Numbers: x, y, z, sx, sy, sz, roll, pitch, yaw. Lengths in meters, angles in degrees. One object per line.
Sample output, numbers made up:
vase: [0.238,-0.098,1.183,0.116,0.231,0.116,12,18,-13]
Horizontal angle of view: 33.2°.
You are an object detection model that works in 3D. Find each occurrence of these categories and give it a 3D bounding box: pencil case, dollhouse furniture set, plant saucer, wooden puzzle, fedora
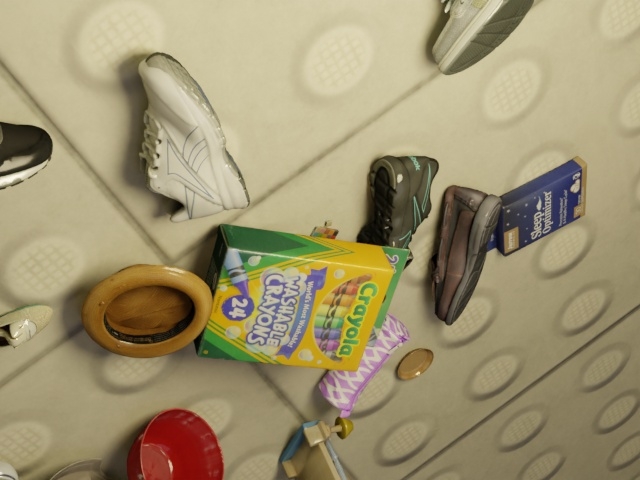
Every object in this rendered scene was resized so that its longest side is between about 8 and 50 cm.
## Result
pencil case: [0.084,0.224,1.982,0.086,0.088,0.206,12,120,-50]
dollhouse furniture set: [0.061,0.522,2.087,0.198,0.286,0.303,-6,142,-32]
plant saucer: [0.186,0.241,2.125,0.083,0.015,0.083,-20,137,-20]
wooden puzzle: [0.000,0.000,1.778,0.049,0.006,0.083,11,120,-41]
fedora: [-0.260,0.090,1.608,0.194,0.079,0.194,-7,129,-9]

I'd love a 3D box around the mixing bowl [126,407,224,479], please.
mixing bowl: [-0.265,0.387,1.843,0.098,0.181,0.181,-24,152,38]

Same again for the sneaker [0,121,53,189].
sneaker: [-0.452,-0.131,1.265,0.283,0.107,0.124,-7,125,-31]

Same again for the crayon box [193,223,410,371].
crayon box: [-0.022,0.097,1.698,0.323,0.083,0.203,7,119,-20]

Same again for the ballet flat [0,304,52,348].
ballet flat: [-0.460,0.141,1.541,0.168,0.052,0.057,-18,135,-22]

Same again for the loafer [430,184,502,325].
loafer: [0.245,0.023,1.932,0.109,0.095,0.302,-45,156,-42]

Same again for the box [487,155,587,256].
box: [0.394,-0.054,1.991,0.225,0.036,0.136,-26,138,-12]

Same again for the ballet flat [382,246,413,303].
ballet flat: [0.108,0.078,1.894,0.057,0.049,0.173,3,125,-37]

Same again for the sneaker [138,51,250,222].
sneaker: [-0.190,-0.124,1.457,0.129,0.111,0.297,-26,137,-6]

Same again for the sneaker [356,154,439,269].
sneaker: [0.133,-0.026,1.780,0.106,0.101,0.267,-16,136,-29]

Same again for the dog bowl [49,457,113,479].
dog bowl: [-0.365,0.542,1.776,0.102,0.349,0.349,-31,147,33]

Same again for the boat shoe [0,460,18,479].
boat shoe: [-0.614,0.440,1.673,0.302,0.094,0.109,-20,136,-20]

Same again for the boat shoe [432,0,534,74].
boat shoe: [0.256,-0.384,1.555,0.118,0.103,0.320,-15,143,-52]
